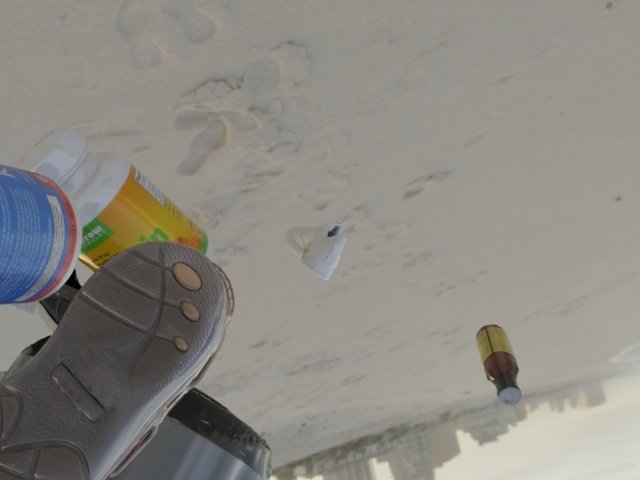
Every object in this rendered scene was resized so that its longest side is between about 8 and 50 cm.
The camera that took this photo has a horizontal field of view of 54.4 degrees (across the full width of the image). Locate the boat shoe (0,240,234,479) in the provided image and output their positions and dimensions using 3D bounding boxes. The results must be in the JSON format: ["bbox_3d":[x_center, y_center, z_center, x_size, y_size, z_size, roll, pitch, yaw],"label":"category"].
[{"bbox_3d":[-0.183,0.137,0.472,0.324,0.123,0.116,-41,169,2],"label":"boat shoe"}]

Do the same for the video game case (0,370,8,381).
[{"bbox_3d":[-0.422,0.346,1.145,0.300,0.036,0.329,17,-172,-35],"label":"video game case"}]

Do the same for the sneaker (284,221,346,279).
[{"bbox_3d":[0.000,0.000,1.127,0.080,0.094,0.212,35,-177,-23],"label":"sneaker"}]

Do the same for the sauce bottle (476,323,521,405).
[{"bbox_3d":[0.214,0.149,0.747,0.042,0.042,0.128,-17,-159,14],"label":"sauce bottle"}]

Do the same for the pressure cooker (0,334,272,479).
[{"bbox_3d":[-0.292,0.366,0.726,0.376,0.420,0.370,-5,140,45],"label":"pressure cooker"}]

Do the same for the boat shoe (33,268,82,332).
[{"bbox_3d":[-0.394,0.055,0.918,0.079,0.233,0.084,-56,153,6],"label":"boat shoe"}]

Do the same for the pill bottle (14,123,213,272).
[{"bbox_3d":[-0.268,-0.028,0.805,0.136,0.136,0.245,-22,128,29],"label":"pill bottle"}]

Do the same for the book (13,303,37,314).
[{"bbox_3d":[-0.503,0.045,0.992,0.144,0.096,0.035,33,165,-27],"label":"book"}]

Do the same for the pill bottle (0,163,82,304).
[{"bbox_3d":[-0.298,-0.009,0.472,0.124,0.124,0.221,-16,173,12],"label":"pill bottle"}]
